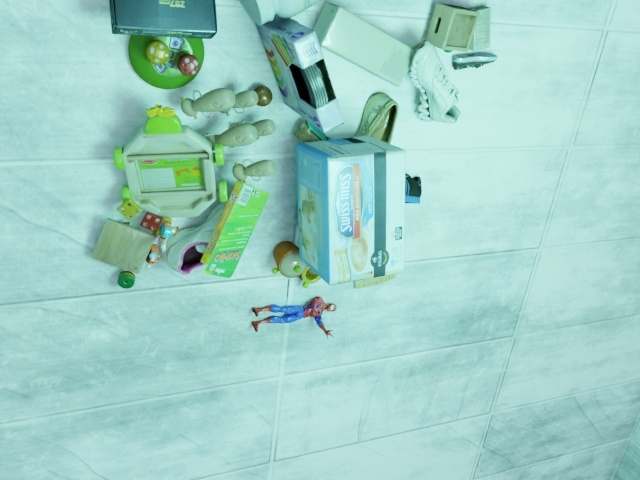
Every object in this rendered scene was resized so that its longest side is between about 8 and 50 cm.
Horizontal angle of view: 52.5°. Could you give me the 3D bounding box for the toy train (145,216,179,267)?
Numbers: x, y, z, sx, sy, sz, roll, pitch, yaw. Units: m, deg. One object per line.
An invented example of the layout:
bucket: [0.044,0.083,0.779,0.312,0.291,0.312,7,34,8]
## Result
toy train: [-0.421,0.006,1.734,0.046,0.166,0.125,12,70,-29]

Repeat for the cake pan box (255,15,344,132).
cake pan box: [-0.050,-0.416,1.603,0.070,0.267,0.246,-31,128,-10]

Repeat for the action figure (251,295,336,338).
action figure: [-0.063,0.250,2.055,0.280,0.139,0.092,-9,122,-24]

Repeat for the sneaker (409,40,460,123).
sneaker: [0.328,-0.435,1.814,0.110,0.118,0.292,-54,149,-15]

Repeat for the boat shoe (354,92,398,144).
boat shoe: [0.152,-0.280,1.883,0.104,0.089,0.286,0,117,-26]

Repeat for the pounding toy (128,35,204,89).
pounding toy: [-0.358,-0.461,1.526,0.182,0.110,0.237,-18,124,-16]

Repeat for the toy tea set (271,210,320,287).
toy tea set: [0.000,0.000,1.946,0.200,0.124,0.336,23,105,-33]

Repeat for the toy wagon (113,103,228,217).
toy wagon: [-0.374,-0.198,1.628,0.267,0.068,0.345,-3,133,-6]

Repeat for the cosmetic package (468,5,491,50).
cosmetic package: [0.456,-0.612,1.873,0.060,0.041,0.115,-17,123,-17]

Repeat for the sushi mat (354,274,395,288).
sushi mat: [0.179,0.010,2.103,0.151,0.019,0.317,-13,122,-20]

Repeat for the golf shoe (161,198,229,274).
golf shoe: [-0.289,-0.007,1.796,0.306,0.140,0.115,-35,125,-6]

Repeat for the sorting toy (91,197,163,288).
sorting toy: [-0.518,0.000,1.727,0.132,0.046,0.275,22,119,-19]

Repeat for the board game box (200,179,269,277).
board game box: [-0.232,-0.026,1.744,0.124,0.039,0.260,20,94,-60]

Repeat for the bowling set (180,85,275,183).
bowling set: [-0.209,-0.307,1.689,0.154,0.200,0.287,-6,128,30]

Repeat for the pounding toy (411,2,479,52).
pounding toy: [0.348,-0.584,1.816,0.130,0.100,0.141,-8,124,-38]

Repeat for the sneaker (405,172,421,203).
sneaker: [0.224,-0.165,1.978,0.232,0.081,0.091,5,90,-45]

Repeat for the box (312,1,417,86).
box: [0.114,-0.519,1.729,0.275,0.094,0.113,20,107,-32]

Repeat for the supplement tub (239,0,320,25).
supplement tub: [-0.045,-0.660,1.486,0.324,0.235,0.236,-30,126,-7]

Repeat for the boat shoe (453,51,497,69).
boat shoe: [0.454,-0.529,1.919,0.142,0.049,0.040,-7,126,-15]

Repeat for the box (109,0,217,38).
box: [-0.355,-0.554,1.457,0.232,0.059,0.184,-4,91,-24]

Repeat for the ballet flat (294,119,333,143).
ballet flat: [0.004,-0.267,1.847,0.067,0.073,0.206,-31,128,28]

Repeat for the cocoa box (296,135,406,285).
cocoa box: [0.077,-0.088,1.761,0.227,0.231,0.348,-9,110,-22]
